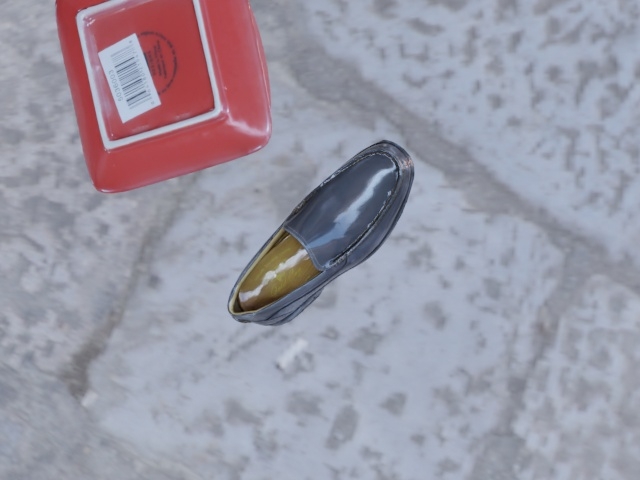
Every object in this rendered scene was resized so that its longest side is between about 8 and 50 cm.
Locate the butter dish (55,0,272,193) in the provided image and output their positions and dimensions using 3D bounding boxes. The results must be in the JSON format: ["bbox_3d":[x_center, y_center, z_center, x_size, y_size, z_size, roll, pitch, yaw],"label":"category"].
[{"bbox_3d":[-0.096,-0.126,1.150,0.118,0.159,0.160,-7,84,-64],"label":"butter dish"}]

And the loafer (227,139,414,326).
[{"bbox_3d":[0.000,0.000,1.092,0.062,0.061,0.170,44,109,12],"label":"loafer"}]
